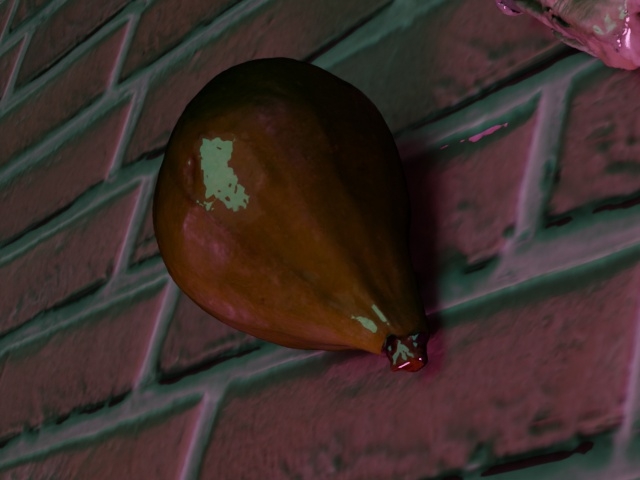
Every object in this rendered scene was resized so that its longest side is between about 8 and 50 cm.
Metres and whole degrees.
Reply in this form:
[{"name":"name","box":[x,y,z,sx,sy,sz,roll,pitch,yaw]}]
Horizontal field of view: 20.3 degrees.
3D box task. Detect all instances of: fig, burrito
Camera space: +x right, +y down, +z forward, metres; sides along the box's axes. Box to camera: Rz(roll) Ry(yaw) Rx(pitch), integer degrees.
[{"name":"fig","box":[-0.013,-0.012,0.849,0.133,0.126,0.185,-47,21,3]},{"name":"burrito","box":[0.116,-0.110,0.781,0.149,0.041,0.055,-129,54,-65]}]
